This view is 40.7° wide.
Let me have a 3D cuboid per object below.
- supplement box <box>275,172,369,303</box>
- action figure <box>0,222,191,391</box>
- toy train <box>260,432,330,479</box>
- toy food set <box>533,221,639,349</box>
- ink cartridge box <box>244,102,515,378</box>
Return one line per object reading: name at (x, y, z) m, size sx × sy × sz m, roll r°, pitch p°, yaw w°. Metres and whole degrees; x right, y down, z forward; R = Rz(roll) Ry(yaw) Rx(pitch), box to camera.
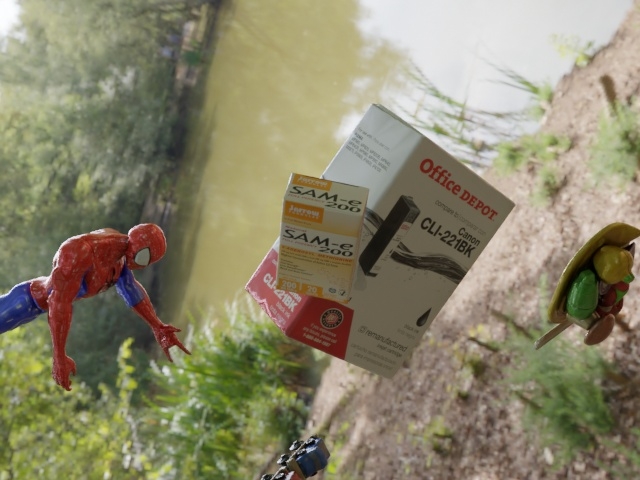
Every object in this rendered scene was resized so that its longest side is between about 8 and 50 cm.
supplement box at (0.000, 0.000, 0.676) m, size 0.036 × 0.062 × 0.098 m, roll -73°, pitch -7°, yaw -47°
action figure at (-0.228, 0.085, 0.716) m, size 0.280 × 0.139 × 0.091 m, roll -29°, pitch 1°, yaw 17°
toy train at (-0.032, 0.195, 0.669) m, size 0.036 × 0.027 × 0.158 m, roll -25°, pitch 6°, yaw 31°
toy food set at (0.361, 0.073, 1.103) m, size 0.071 × 0.128 × 0.218 m, roll 47°, pitch 152°, yaw 31°
ink cartridge box at (0.074, 0.005, 1.029) m, size 0.273 × 0.197 × 0.114 m, roll -56°, pitch 41°, yaw 7°
